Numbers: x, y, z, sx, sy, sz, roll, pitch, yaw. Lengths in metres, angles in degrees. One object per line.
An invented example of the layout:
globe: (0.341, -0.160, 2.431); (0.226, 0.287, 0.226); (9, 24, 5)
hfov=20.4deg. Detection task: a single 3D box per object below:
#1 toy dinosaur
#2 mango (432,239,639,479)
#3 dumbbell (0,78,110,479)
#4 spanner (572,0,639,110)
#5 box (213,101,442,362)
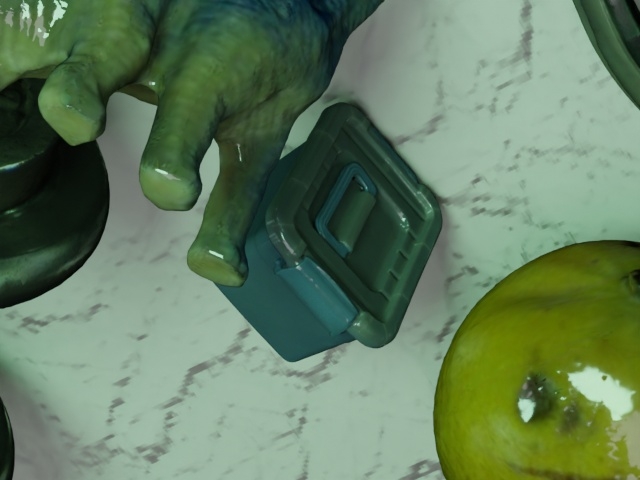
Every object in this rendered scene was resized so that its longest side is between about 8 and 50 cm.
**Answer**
toy dinosaur: (-0.056, -0.098, 0.643); (0.247, 0.188, 0.075); (25, 150, -6)
mango: (0.157, 0.108, 0.748); (0.262, 0.130, 0.167); (40, 137, -20)
dumbbell: (-0.195, 0.017, 0.714); (0.192, 0.192, 0.290); (23, 118, -5)
spanner: (0.171, -0.052, 0.710); (0.095, 0.040, 0.325); (-24, 111, 18)
box: (0.000, 0.000, 0.733); (0.054, 0.099, 0.074); (-26, 113, 36)
